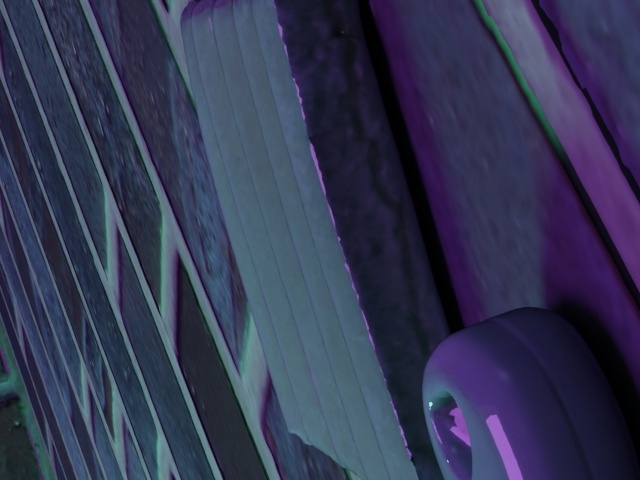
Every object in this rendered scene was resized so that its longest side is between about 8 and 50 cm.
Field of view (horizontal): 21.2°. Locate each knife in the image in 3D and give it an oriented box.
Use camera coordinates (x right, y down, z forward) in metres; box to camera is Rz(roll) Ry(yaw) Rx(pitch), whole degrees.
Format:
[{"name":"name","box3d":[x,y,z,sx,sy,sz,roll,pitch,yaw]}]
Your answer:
[{"name":"knife","box3d":[0.104,0.177,0.470,0.331,0.044,0.080,69,163,3]}]

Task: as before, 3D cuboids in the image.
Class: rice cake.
[{"name":"rice cake","box3d":[0.000,0.000,0.639,0.189,0.037,0.198,-159,53,-71]}]
